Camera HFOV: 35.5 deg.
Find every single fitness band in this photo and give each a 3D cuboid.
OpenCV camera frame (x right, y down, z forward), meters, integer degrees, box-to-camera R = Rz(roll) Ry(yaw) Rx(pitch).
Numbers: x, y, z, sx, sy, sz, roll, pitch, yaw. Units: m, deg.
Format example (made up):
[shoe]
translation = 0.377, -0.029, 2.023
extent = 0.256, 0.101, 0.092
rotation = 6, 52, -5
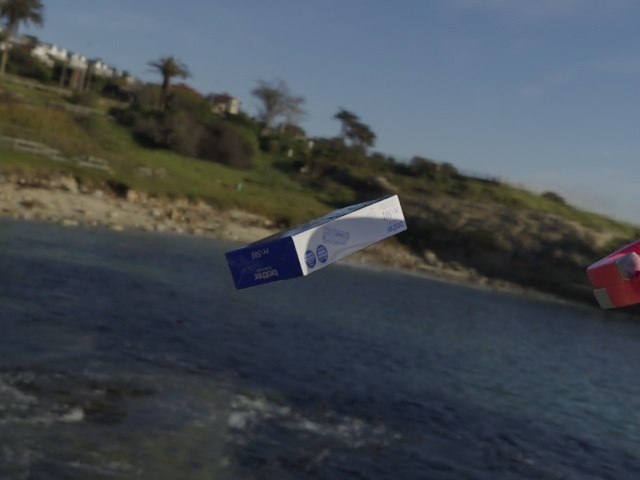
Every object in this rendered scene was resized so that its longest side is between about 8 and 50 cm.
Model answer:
[fitness band]
translation = 0.407, 0.003, 1.113
extent = 0.209, 0.054, 0.291
rotation = -29, -5, -2

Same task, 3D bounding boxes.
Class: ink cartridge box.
[ink cartridge box]
translation = 0.000, 0.000, 1.099
extent = 0.097, 0.046, 0.207
rotation = -14, 6, 38
